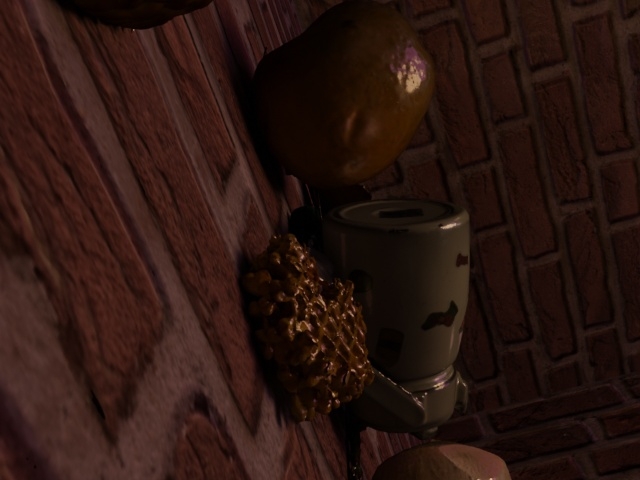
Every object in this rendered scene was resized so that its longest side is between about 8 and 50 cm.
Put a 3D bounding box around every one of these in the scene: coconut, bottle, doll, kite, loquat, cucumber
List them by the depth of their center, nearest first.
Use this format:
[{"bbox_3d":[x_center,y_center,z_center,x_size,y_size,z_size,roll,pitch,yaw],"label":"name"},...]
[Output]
[{"bbox_3d":[-0.011,0.086,0.890,0.104,0.062,0.194,34,46,-50],"label":"doll"},{"bbox_3d":[0.174,0.393,0.986,0.230,0.227,0.227,-81,156,-50],"label":"coconut"},{"bbox_3d":[0.102,0.124,1.019,0.229,0.229,0.351,-80,169,-74],"label":"bottle"},{"bbox_3d":[0.037,-0.216,1.071,0.276,0.284,0.276,51,10,-13],"label":"loquat"},{"bbox_3d":[-0.021,-0.011,1.084,0.105,0.048,0.048,-96,167,-54],"label":"cucumber"},{"bbox_3d":[0.000,0.000,1.198,0.244,0.006,0.198,-106,-169,-59],"label":"kite"}]

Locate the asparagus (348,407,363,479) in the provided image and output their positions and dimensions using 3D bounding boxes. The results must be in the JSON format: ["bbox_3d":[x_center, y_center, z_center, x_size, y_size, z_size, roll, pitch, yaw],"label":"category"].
[{"bbox_3d":[0.052,0.295,1.047,0.248,0.025,0.024,-87,-159,-71],"label":"asparagus"}]

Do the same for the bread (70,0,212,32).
[{"bbox_3d":[-0.149,-0.266,0.502,0.181,0.096,0.222,-25,99,-80],"label":"bread"}]

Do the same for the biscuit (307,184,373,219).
[{"bbox_3d":[0.060,-0.016,1.386,0.232,0.013,0.236,19,-47,55],"label":"biscuit"}]

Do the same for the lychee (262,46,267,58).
[{"bbox_3d":[-0.053,-0.279,1.295,0.101,0.140,0.114,-98,-152,-74],"label":"lychee"}]

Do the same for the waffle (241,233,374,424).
[{"bbox_3d":[-0.009,0.083,0.753,0.193,0.070,0.197,-2,71,-69],"label":"waffle"}]
